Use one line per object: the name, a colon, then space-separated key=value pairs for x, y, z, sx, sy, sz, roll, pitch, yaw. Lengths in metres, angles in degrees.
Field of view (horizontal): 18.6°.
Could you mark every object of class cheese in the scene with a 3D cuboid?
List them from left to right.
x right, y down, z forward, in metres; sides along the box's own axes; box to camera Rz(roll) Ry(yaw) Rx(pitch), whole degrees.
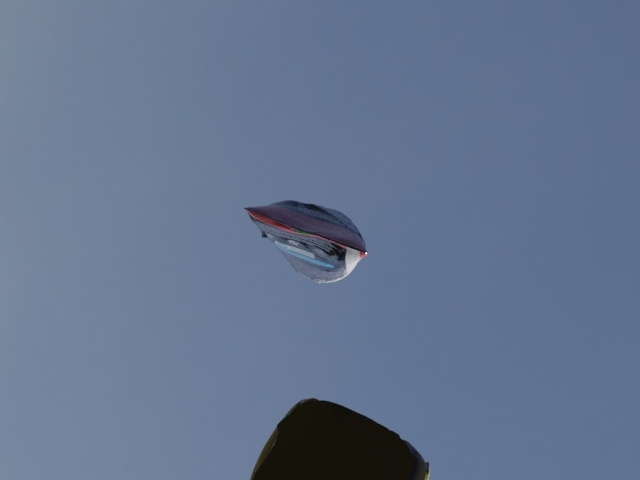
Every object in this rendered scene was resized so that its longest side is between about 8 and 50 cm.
cheese: x=-0.013 y=0.160 z=0.997 sx=0.162 sy=0.086 sz=0.036 roll=-58 pitch=170 yaw=-27

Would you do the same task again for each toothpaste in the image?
toothpaste: x=0.000 y=0.000 z=1.141 sx=0.193 sy=0.071 sz=0.045 roll=40 pitch=70 yaw=-84
